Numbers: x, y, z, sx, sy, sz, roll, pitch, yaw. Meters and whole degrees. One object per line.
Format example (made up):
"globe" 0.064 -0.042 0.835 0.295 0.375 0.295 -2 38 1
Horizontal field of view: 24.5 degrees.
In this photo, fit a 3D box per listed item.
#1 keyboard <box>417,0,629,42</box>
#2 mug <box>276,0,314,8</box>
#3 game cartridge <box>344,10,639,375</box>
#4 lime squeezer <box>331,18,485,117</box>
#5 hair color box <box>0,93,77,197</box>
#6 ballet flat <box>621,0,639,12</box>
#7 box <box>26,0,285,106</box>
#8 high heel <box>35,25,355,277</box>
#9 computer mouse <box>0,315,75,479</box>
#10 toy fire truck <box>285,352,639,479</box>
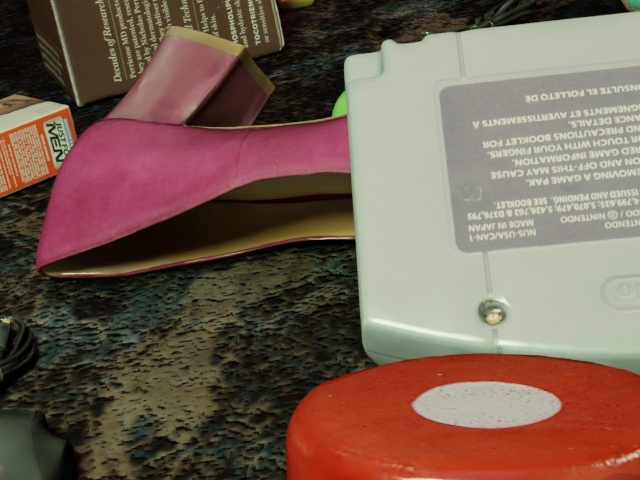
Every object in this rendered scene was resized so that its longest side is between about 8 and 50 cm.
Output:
"keyboard" 0.164 -0.118 0.965 0.201 0.033 0.317 18 23 23
"mug" -0.034 -0.269 1.537 0.064 0.078 0.062 -9 -12 -17
"game cartridge" 0.161 -0.022 0.701 0.294 0.060 0.196 -5 54 4
"lime squeezer" 0.064 -0.111 1.050 0.110 0.059 0.310 -41 5 25
"hair color box" -0.280 -0.059 1.137 0.167 0.053 0.093 -26 25 -34
"ballet flat" 0.393 -0.254 1.187 0.316 0.108 0.106 -32 29 -2
"box" -0.166 -0.244 1.374 0.203 0.167 0.168 -18 24 -15
"high heel" 0.000 0.000 0.860 0.377 0.127 0.181 20 75 39
"computer mouse" -0.170 0.082 0.758 0.071 0.041 0.242 -16 22 -9
"toy fire truck" -0.052 0.127 0.363 0.253 0.169 0.302 5 14 28
